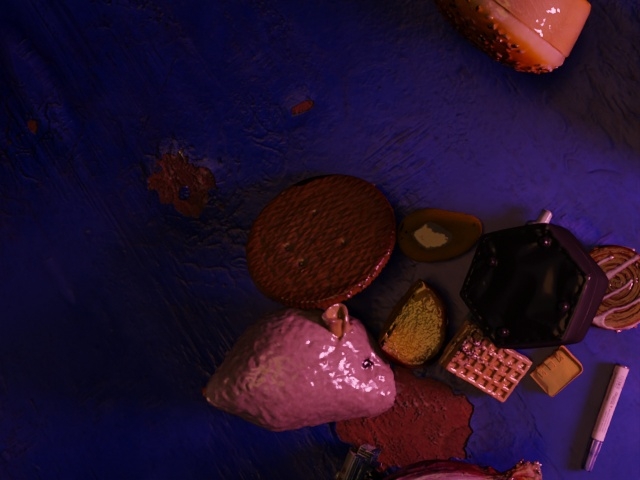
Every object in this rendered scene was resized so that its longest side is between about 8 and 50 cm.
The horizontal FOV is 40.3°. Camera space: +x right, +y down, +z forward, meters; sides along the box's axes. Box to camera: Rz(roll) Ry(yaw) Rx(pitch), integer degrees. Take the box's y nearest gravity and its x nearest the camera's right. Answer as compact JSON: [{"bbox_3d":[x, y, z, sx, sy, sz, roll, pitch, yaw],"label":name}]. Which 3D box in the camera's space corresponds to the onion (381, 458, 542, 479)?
[{"bbox_3d":[0.247,0.493,1.569,0.349,0.159,0.267,-31,91,5],"label":"onion"}]

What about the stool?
[{"bbox_3d":[0.364,0.081,1.498,0.232,0.141,0.232,-3,85,32],"label":"stool"}]

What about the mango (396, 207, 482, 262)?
[{"bbox_3d":[0.224,-0.012,1.638,0.161,0.076,0.103,-6,80,7],"label":"mango"}]

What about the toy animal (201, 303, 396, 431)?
[{"bbox_3d":[-0.044,0.235,1.628,0.359,0.188,0.226,-6,87,-17],"label":"toy animal"}]

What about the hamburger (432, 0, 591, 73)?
[{"bbox_3d":[0.325,-0.410,1.521,0.300,0.300,0.176,40,109,13],"label":"hamburger"}]

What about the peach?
[{"bbox_3d":[0.177,0.155,1.631,0.127,0.092,0.172,8,92,5],"label":"peach"}]

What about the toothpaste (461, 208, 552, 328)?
[{"bbox_3d":[0.354,0.062,1.614,0.069,0.047,0.268,28,98,4],"label":"toothpaste"}]

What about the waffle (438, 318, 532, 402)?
[{"bbox_3d":[0.299,0.221,1.587,0.148,0.042,0.102,33,98,-18],"label":"waffle"}]

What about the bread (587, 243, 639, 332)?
[{"bbox_3d":[0.519,0.086,1.550,0.161,0.073,0.160,0,88,15],"label":"bread"}]

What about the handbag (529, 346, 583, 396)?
[{"bbox_3d":[0.431,0.239,1.592,0.083,0.027,0.061,-43,79,11],"label":"handbag"}]

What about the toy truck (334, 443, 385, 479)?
[{"bbox_3d":[0.060,0.487,1.660,0.088,0.074,0.201,23,93,20],"label":"toy truck"}]

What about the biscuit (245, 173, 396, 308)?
[{"bbox_3d":[0.000,0.000,1.650,0.305,0.038,0.305,-10,53,13],"label":"biscuit"}]

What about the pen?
[{"bbox_3d":[0.511,0.319,1.568,0.025,0.025,0.204,19,93,15],"label":"pen"}]
